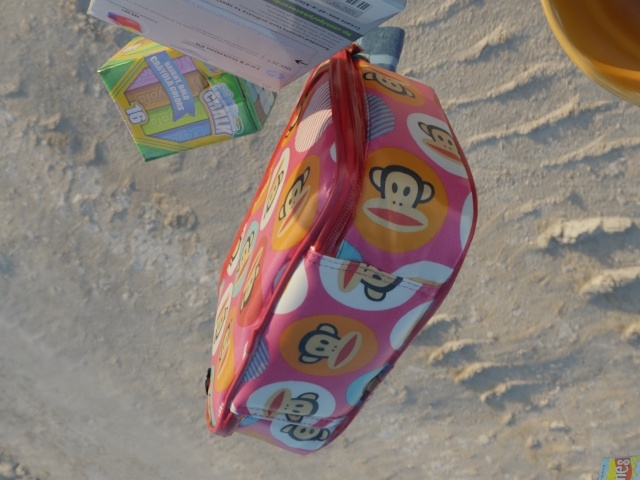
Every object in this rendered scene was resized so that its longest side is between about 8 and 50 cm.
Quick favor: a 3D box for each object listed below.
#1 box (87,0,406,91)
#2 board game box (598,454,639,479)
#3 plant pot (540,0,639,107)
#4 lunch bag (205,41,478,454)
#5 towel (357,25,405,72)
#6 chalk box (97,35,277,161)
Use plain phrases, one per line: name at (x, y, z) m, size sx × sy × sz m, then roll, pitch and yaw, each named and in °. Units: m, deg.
box at (-0.054, -0.149, 0.369) m, size 0.145 × 0.038 × 0.186 m, roll 18°, pitch 171°, yaw -23°
board game box at (0.364, 0.264, 0.504) m, size 0.144 × 0.142 × 0.275 m, roll 27°, pitch 154°, yaw -4°
plant pot at (0.265, -0.206, 0.387) m, size 0.205 × 0.188 × 0.205 m, roll 23°, pitch 134°, yaw 25°
lunch bag at (0.000, 0.000, 0.517) m, size 0.120 × 0.258 × 0.293 m, roll 18°, pitch 126°, yaw -15°
towel at (0.073, -0.240, 0.844) m, size 0.067 × 0.119 × 0.029 m, roll 3°, pitch 150°, yaw 25°
chalk box at (-0.139, -0.206, 0.792) m, size 0.213 × 0.132 × 0.132 m, roll -13°, pitch 121°, yaw 15°
